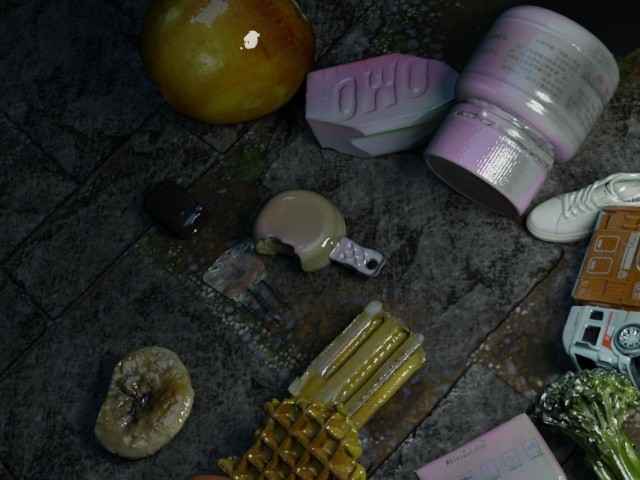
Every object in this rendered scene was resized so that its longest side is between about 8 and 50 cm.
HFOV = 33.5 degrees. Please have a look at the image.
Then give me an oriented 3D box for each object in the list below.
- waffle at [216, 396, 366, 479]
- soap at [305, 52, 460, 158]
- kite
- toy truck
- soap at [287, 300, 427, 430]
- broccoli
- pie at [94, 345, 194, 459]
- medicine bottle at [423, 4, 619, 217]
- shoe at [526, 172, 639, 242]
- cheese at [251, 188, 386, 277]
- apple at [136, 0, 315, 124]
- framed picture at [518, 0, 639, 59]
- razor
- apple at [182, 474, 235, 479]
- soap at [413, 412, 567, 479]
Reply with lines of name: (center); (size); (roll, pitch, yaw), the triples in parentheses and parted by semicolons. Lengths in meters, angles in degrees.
waffle: (-0.051, 0.401, 1.774); (0.301, 0.058, 0.281); (-35, 65, 18)
soap: (0.137, -0.274, 2.131); (0.324, 0.109, 0.192); (-9, 57, 17)
kite: (-0.132, 0.086, 2.079); (0.127, 0.016, 0.229); (-46, 53, -5)
toy truck: (0.495, 0.091, 1.736); (0.162, 0.136, 0.305); (7, 60, 34)
soap: (0.068, 0.231, 1.865); (0.233, 0.076, 0.135); (-46, 55, -9)
broccoli: (0.443, 0.334, 1.600); (0.146, 0.165, 0.304); (-23, 70, -22)
pie: (-0.323, 0.306, 2.002); (0.185, 0.052, 0.218); (5, 64, 19)
medicine bottle: (0.357, -0.228, 1.917); (0.256, 0.256, 0.324); (28, 83, 34)
shoe: (0.487, -0.071, 1.854); (0.265, 0.110, 0.095); (-9, 58, 15)
cheese: (0.000, 0.000, 2.035); (0.286, 0.082, 0.163); (28, 75, 33)
apple: (-0.200, -0.416, 2.238); (0.374, 0.374, 0.384); (-27, 19, 6)
framed picture: (0.555, -0.449, 2.028); (0.255, 0.014, 0.339); (30, 49, 34)
razor: (-0.303, -0.065, 2.220); (0.148, 0.054, 0.090); (35, 82, 36)
apple: (-0.195, 0.564, 1.590); (0.391, 0.391, 0.346); (-35, 86, -1)
soap: (0.274, 0.382, 1.616); (0.199, 0.182, 0.138); (-28, 54, 6)
